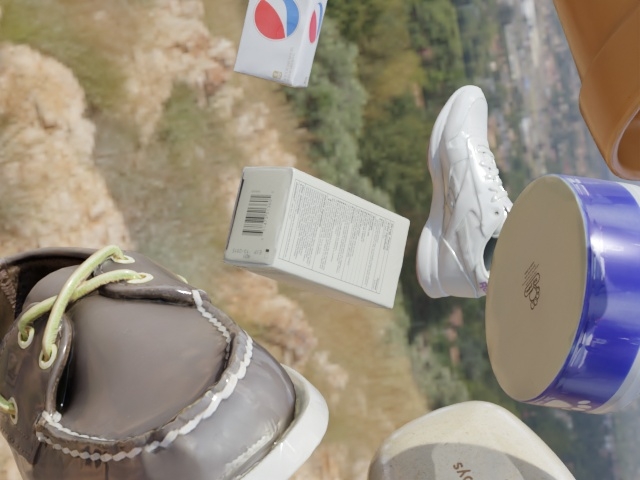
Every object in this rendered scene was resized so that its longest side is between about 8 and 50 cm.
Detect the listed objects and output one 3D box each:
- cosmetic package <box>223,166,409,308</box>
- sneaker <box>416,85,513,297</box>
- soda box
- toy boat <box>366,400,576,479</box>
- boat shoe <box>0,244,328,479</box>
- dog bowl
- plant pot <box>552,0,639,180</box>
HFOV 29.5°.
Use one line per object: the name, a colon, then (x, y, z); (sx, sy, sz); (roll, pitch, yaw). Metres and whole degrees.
cosmetic package: (0.000, 0.000, 0.716); (0.115, 0.041, 0.060); (24, 75, -48)
sneaker: (0.225, -0.066, 1.717); (0.114, 0.152, 0.305); (9, 86, -58)
soda box: (-0.032, -0.283, 1.356); (0.069, 0.074, 0.216); (-24, 128, -74)
toy boat: (0.213, 0.253, 1.104); (0.148, 0.318, 0.267); (78, -9, -46)
boat shoe: (-0.100, 0.056, 0.551); (0.097, 0.116, 0.324); (59, -18, -14)
dog bowl: (0.286, 0.060, 1.376); (0.265, 0.104, 0.265); (-172, -90, -76)
plant pot: (0.321, -0.214, 1.019); (0.203, 0.291, 0.291); (63, 7, 23)
